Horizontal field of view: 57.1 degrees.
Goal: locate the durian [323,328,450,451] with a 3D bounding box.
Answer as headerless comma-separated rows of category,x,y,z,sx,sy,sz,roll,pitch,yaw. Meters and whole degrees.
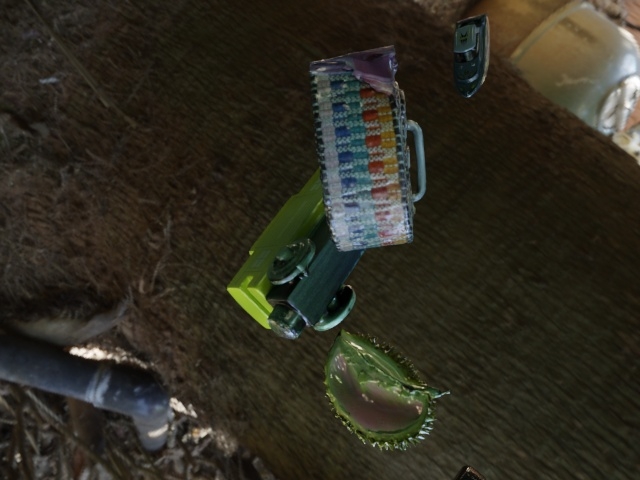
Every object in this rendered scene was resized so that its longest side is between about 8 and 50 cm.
durian,0.097,0.229,0.883,0.095,0.220,0.137,16,97,-39

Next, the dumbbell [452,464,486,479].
dumbbell,0.373,0.626,1.301,0.152,0.218,0.153,-46,157,-25

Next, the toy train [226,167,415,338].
toy train,0.000,0.000,1.169,0.272,0.179,0.442,-7,-139,53

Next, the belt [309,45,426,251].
belt,0.081,-0.134,0.927,0.160,0.295,0.207,-6,-173,7

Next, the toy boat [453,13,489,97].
toy boat,0.240,-0.292,0.941,0.060,0.055,0.141,23,68,-51
